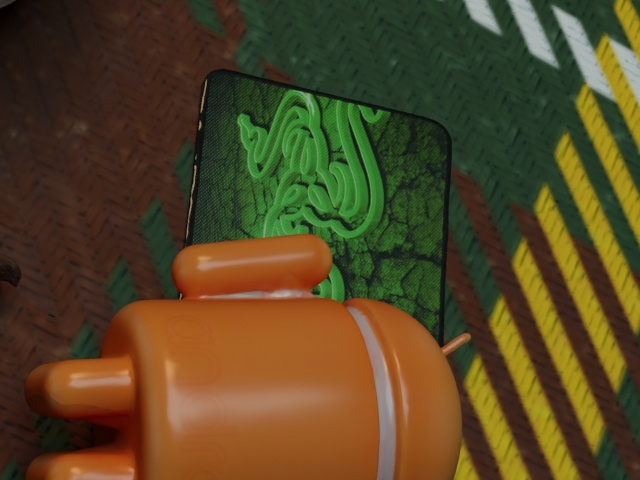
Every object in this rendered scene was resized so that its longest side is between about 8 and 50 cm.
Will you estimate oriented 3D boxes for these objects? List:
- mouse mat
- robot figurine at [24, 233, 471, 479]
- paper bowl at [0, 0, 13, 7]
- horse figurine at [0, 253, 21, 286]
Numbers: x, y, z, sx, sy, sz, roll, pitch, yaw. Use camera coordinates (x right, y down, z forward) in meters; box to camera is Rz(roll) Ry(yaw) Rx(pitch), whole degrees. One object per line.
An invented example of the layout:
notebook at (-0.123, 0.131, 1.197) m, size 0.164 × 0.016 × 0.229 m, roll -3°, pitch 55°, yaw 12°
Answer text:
mouse mat at (0.000, 0.000, 0.915) m, size 0.153 × 0.007 × 0.189 m, roll 12°, pitch 62°, yaw -16°
robot figurine at (-0.027, 0.092, 0.793) m, size 0.219 × 0.128 × 0.158 m, roll 0°, pitch 46°, yaw -20°
paper bowl at (-0.244, -0.233, 0.846) m, size 0.284 × 0.148 × 0.284 m, roll 8°, pitch 63°, yaw -17°
horse figurine at (-0.272, -0.010, 0.771) m, size 0.263 × 0.066 × 0.174 m, roll 22°, pitch 54°, yaw -8°
